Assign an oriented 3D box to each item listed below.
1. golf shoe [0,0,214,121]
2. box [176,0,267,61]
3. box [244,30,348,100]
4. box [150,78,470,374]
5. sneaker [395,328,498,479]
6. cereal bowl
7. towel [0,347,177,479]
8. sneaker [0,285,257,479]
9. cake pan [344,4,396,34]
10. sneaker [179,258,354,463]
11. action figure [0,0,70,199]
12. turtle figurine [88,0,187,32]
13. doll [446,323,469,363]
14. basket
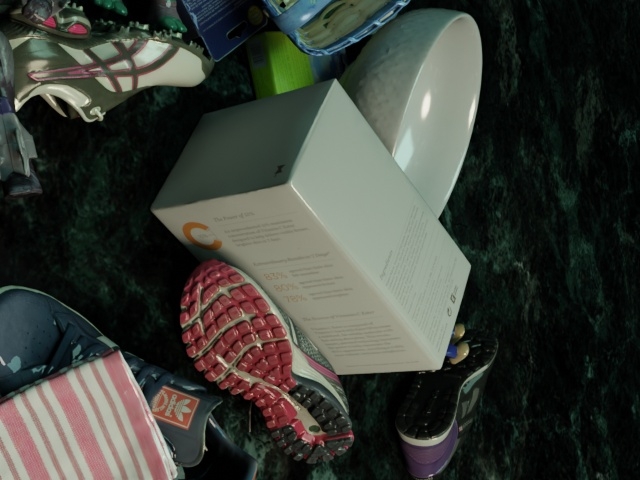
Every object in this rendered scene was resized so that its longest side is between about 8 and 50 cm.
[{"bbox_3d":[-0.236,-0.183,1.084,0.273,0.105,0.120,4,96,-46],"label":"golf shoe"},{"bbox_3d":[-0.157,-0.342,1.247,0.136,0.037,0.225,-49,119,-44],"label":"box"},{"bbox_3d":[-0.026,-0.233,1.389,0.178,0.042,0.109,-18,98,-53],"label":"box"},{"bbox_3d":[0.000,0.000,1.238,0.345,0.215,0.168,50,47,-34],"label":"box"},{"bbox_3d":[0.193,0.251,1.556,0.283,0.107,0.124,-47,139,-45],"label":"sneaker"},{"bbox_3d":[0.104,-0.164,1.419,0.339,0.141,0.338,-48,148,-44],"label":"cereal bowl"},{"bbox_3d":[-0.249,0.201,0.936,0.197,0.029,0.144,-24,104,-9],"label":"towel"},{"bbox_3d":[-0.191,0.160,1.014,0.350,0.148,0.131,47,49,-36],"label":"sneaker"},{"bbox_3d":[0.024,-0.441,1.485,0.293,0.054,0.293,14,73,-50],"label":"cake pan"},{"bbox_3d":[-0.068,0.141,1.225,0.299,0.121,0.112,57,15,-27],"label":"sneaker"},{"bbox_3d":[-0.315,-0.177,0.917,0.099,0.185,0.284,-60,143,-86],"label":"action figure"},{"bbox_3d":[-0.172,-0.360,1.118,0.175,0.118,0.234,14,103,-19],"label":"turtle figurine"},{"bbox_3d":[0.136,0.116,1.506,0.189,0.046,0.129,28,36,-28],"label":"doll"},{"bbox_3d":[0.031,-0.352,1.229,0.201,0.255,0.289,51,2,-16],"label":"basket"}]
